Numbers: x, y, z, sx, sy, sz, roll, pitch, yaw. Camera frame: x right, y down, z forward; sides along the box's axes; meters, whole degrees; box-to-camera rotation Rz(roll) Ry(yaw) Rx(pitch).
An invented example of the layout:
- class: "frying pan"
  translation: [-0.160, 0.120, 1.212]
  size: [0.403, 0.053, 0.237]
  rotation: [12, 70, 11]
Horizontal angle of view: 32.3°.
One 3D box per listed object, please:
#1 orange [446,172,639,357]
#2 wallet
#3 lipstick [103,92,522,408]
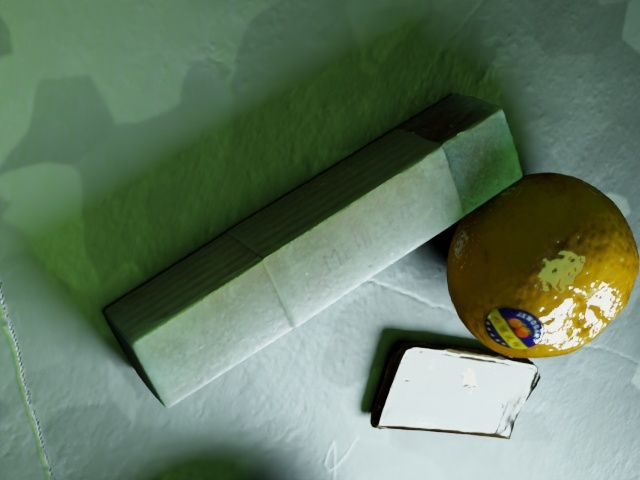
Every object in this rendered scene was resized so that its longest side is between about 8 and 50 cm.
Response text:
- class: "orange"
  translation: [0.199, 0.023, 1.007]
  size: [0.177, 0.155, 0.178]
  rotation: [-9, 122, -15]
- class: "wallet"
  translation: [0.135, 0.149, 1.092]
  size: [0.176, 0.026, 0.095]
  rotation: [10, 107, -31]
- class: "lipstick"
  translation: [0.000, 0.000, 0.933]
  size: [0.371, 0.079, 0.076]
  rotation: [-32, 121, -16]
